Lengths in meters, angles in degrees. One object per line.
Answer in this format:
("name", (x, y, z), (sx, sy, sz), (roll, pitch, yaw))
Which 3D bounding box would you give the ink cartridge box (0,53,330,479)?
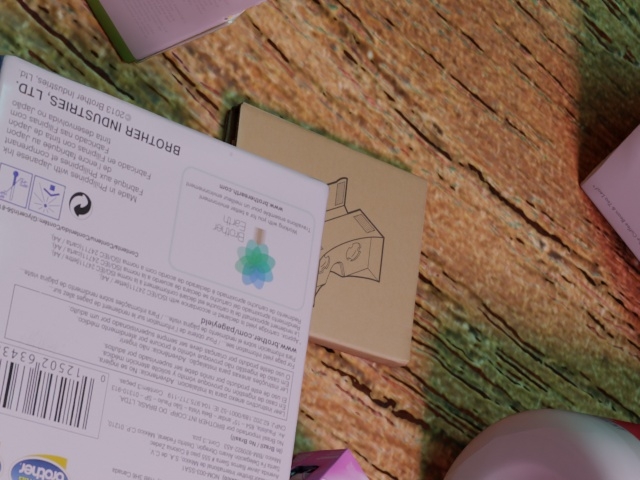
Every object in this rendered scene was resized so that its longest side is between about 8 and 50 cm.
("ink cartridge box", (-0.161, 0.117, 1.039), (0.270, 0.151, 0.395), (21, 66, -35))

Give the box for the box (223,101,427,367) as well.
("box", (0.000, 0.000, 1.289), (0.201, 0.021, 0.164), (20, 68, -37))

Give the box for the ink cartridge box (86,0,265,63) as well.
("ink cartridge box", (-0.082, -0.247, 1.114), (0.097, 0.255, 0.189), (-44, 110, -38))

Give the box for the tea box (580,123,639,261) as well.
("tea box", (0.487, -0.026, 1.510), (0.323, 0.220, 0.329), (-22, 69, -43))

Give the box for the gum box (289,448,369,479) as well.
("gum box", (0.014, 0.254, 1.219), (0.107, 0.062, 0.188), (-45, 110, -38))

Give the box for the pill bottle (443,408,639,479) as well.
("pill bottle", (0.303, 0.275, 1.355), (0.408, 0.229, 0.229), (14, 72, -39))
